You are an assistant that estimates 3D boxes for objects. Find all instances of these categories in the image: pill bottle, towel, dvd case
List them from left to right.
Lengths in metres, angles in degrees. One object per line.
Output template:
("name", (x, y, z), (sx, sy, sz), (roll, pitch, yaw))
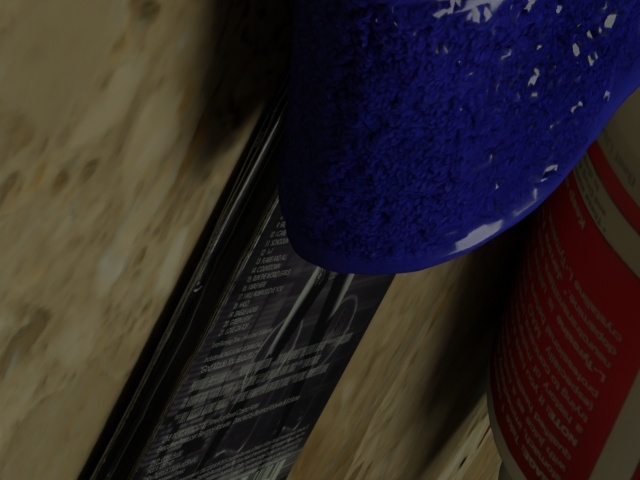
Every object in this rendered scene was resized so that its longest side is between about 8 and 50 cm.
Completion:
("dvd case", (0.000, 0.000, 0.618), (0.221, 0.018, 0.164), (-62, 163, 13))
("towel", (0.079, -0.145, 0.442), (0.227, 0.076, 0.308), (-50, 159, -31))
("pill bottle", (0.208, 0.034, 0.936), (0.229, 0.229, 0.407), (-49, 162, -33))
